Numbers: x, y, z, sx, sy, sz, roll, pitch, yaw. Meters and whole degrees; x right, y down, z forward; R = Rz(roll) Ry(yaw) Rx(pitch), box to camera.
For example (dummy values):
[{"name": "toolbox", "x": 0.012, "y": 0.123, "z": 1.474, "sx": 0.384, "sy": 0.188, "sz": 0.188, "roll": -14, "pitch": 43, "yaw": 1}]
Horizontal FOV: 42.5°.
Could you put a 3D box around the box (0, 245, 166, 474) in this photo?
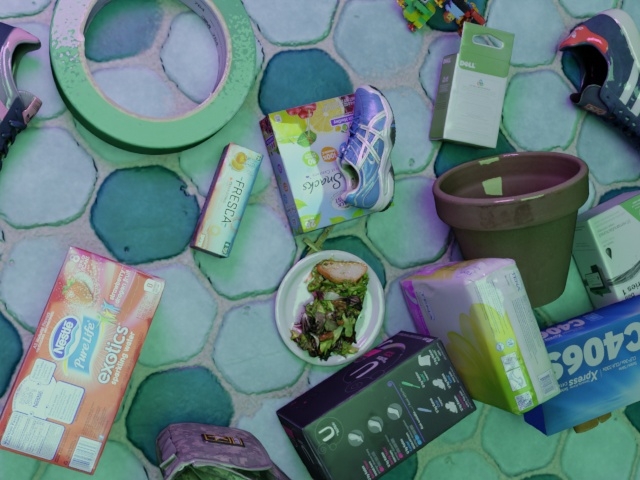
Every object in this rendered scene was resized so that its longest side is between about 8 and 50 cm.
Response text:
[{"name": "box", "x": -0.359, "y": 0.174, "z": 1.229, "sx": 0.154, "sy": 0.142, "sz": 0.300, "roll": 21, "pitch": 81, "yaw": -16}]

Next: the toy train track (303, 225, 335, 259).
[{"name": "toy train track", "x": 0.000, "y": 0.000, "z": 1.423, "sx": 0.048, "sy": 0.014, "sz": 0.083, "roll": 39, "pitch": 71, "yaw": -5}]

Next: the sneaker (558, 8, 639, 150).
[{"name": "sneaker", "x": 0.568, "y": -0.256, "z": 1.568, "sx": 0.148, "sy": 0.131, "sz": 0.350, "roll": -28, "pitch": 90, "yaw": -11}]

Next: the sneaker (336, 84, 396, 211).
[{"name": "sneaker", "x": 0.072, "y": -0.153, "z": 1.343, "sx": 0.081, "sy": 0.080, "sz": 0.211, "roll": 0, "pitch": 83, "yaw": -25}]

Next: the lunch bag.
[{"name": "lunch bag", "x": -0.127, "y": 0.391, "z": 1.244, "sx": 0.169, "sy": 0.235, "sz": 0.287, "roll": -46, "pitch": 101, "yaw": -9}]

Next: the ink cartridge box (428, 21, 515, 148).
[{"name": "ink cartridge box", "x": 0.273, "y": -0.276, "z": 1.483, "sx": 0.109, "sy": 0.062, "sz": 0.209, "roll": 8, "pitch": 94, "yaw": -18}]

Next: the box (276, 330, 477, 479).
[{"name": "box", "x": 0.089, "y": 0.280, "z": 1.356, "sx": 0.270, "sy": 0.165, "sz": 0.143, "roll": -31, "pitch": 97, "yaw": -17}]

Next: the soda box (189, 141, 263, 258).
[{"name": "soda box", "x": -0.154, "y": -0.065, "z": 1.352, "sx": 0.063, "sy": 0.058, "sz": 0.183, "roll": 21, "pitch": 82, "yaw": -16}]

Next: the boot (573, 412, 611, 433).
[{"name": "boot", "x": 0.455, "y": 0.285, "z": 1.526, "sx": 0.197, "sy": 0.073, "sz": 0.152, "roll": -14, "pitch": 96, "yaw": -15}]

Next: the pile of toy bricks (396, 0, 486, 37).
[{"name": "pile of toy bricks", "x": 0.189, "y": -0.424, "z": 1.471, "sx": 0.212, "sy": 0.118, "sz": 0.105, "roll": 35, "pitch": 116, "yaw": -24}]

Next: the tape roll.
[{"name": "tape roll", "x": -0.267, "y": -0.300, "z": 1.319, "sx": 0.321, "sy": 0.077, "sz": 0.321, "roll": 1, "pitch": 87, "yaw": -19}]

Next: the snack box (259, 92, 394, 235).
[{"name": "snack box", "x": 0.011, "y": -0.130, "z": 1.400, "sx": 0.174, "sy": 0.070, "sz": 0.207, "roll": -18, "pitch": 92, "yaw": -19}]

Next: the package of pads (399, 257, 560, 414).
[{"name": "package of pads", "x": 0.251, "y": 0.143, "z": 1.346, "sx": 0.101, "sy": 0.296, "sz": 0.229, "roll": -21, "pitch": 94, "yaw": -16}]

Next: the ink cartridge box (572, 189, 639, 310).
[{"name": "ink cartridge box", "x": 0.580, "y": 0.035, "z": 1.565, "sx": 0.160, "sy": 0.092, "sz": 0.219, "roll": -25, "pitch": 95, "yaw": -17}]

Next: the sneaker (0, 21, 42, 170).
[{"name": "sneaker", "x": -0.484, "y": -0.172, "z": 1.223, "sx": 0.131, "sy": 0.112, "sz": 0.319, "roll": 2, "pitch": 88, "yaw": -15}]

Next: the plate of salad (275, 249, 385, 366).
[{"name": "plate of salad", "x": 0.021, "y": 0.116, "z": 1.400, "sx": 0.200, "sy": 0.048, "sz": 0.200, "roll": -1, "pitch": 92, "yaw": -19}]

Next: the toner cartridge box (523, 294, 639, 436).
[{"name": "toner cartridge box", "x": 0.518, "y": 0.207, "z": 1.463, "sx": 0.348, "sy": 0.075, "sz": 0.165, "roll": -17, "pitch": 106, "yaw": -15}]

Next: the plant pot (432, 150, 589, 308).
[{"name": "plant pot", "x": 0.339, "y": -0.009, "z": 1.426, "sx": 0.263, "sy": 0.263, "sz": 0.229, "roll": -18, "pitch": 109, "yaw": -18}]
